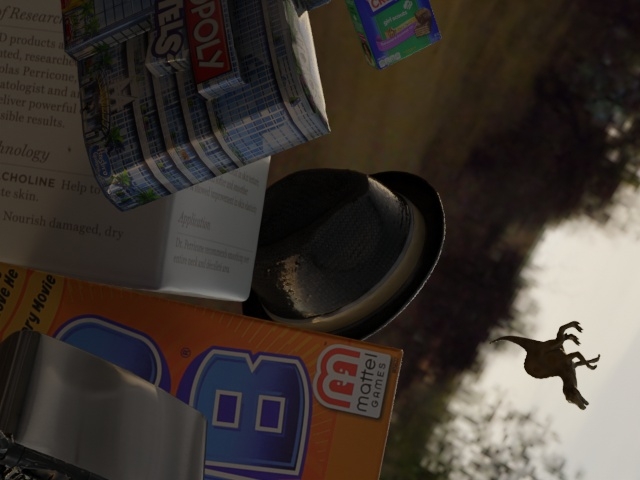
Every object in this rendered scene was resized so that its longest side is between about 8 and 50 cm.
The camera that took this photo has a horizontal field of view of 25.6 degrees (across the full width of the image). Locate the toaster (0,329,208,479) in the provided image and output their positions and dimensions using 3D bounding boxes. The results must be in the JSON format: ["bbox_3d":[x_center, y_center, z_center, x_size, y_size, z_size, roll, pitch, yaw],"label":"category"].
[{"bbox_3d":[-0.179,0.161,0.942,0.185,0.168,0.110,-40,-147,36],"label":"toaster"}]

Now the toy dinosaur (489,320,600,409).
[{"bbox_3d":[0.297,0.143,1.818,0.092,0.183,0.053,-32,130,-15],"label":"toy dinosaur"}]

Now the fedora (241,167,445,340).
[{"bbox_3d":[0.000,0.000,1.950,0.152,0.334,0.334,45,70,-39],"label":"fedora"}]

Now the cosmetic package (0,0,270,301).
[{"bbox_3d":[-0.247,-0.148,1.611,0.329,0.327,0.394,21,77,-75],"label":"cosmetic package"}]

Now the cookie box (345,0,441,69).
[{"bbox_3d":[0.083,-0.272,1.675,0.092,0.107,0.040,-28,-155,-13],"label":"cookie box"}]

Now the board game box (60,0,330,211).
[{"bbox_3d":[-0.062,-0.141,0.866,0.060,0.194,0.194,42,32,-54],"label":"board game box"}]

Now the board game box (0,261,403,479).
[{"bbox_3d":[-0.163,0.247,1.261,0.356,0.356,0.356,138,-36,-77],"label":"board game box"}]
